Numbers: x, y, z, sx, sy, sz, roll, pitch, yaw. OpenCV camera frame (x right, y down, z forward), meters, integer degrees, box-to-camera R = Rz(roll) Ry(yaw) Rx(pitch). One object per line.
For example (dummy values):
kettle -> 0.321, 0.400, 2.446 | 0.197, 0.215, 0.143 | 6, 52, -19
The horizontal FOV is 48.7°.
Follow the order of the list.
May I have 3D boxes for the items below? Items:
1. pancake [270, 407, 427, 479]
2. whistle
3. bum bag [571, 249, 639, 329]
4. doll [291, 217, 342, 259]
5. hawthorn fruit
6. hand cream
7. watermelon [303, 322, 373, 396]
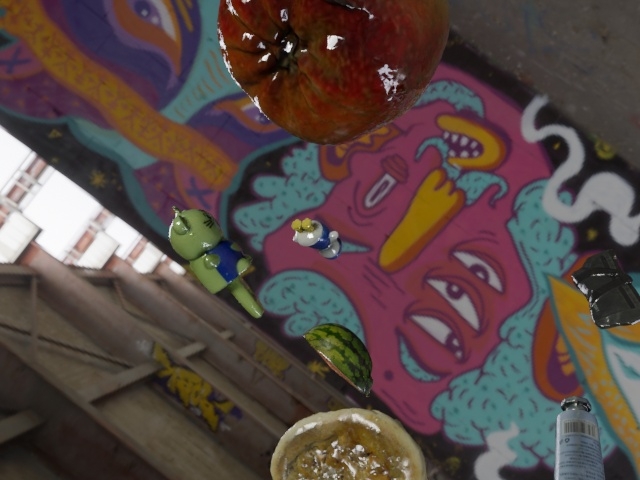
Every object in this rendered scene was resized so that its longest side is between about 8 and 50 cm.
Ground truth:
pancake -> 0.044, 0.400, 1.124 | 0.282, 0.283, 0.049 | 37, -169, 15
whistle -> -0.166, 0.034, 1.151 | 0.227, 0.085, 0.105 | 51, -176, -8
bum bag -> 0.484, 0.087, 1.189 | 0.049, 0.087, 0.198 | 57, -163, -27
doll -> 0.000, 0.000, 1.331 | 0.098, 0.058, 0.143 | -5, 154, 33
hawthorn fruit -> 0.031, -0.389, 1.248 | 0.402, 0.403, 0.403 | 37, 179, 1
hand cream -> 0.335, 0.317, 0.920 | 0.088, 0.256, 0.055 | 7, 132, 11
watermelon -> 0.038, 0.187, 1.214 | 0.163, 0.069, 0.087 | 41, 170, 23
